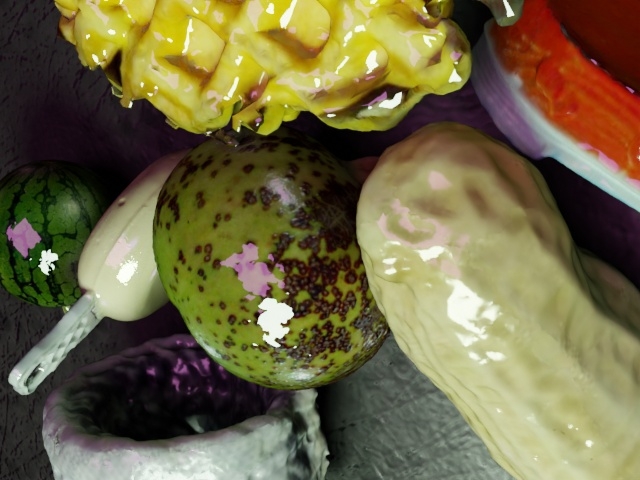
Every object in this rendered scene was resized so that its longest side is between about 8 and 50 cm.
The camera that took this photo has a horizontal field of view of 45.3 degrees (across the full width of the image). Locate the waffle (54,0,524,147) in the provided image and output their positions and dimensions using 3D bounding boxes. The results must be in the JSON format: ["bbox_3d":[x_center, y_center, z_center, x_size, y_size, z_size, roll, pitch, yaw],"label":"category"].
[{"bbox_3d":[-0.055,-0.245,0.460,0.380,0.095,0.382,1,111,32],"label":"waffle"}]

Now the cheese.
[{"bbox_3d":[-0.173,0.021,0.676,0.071,0.249,0.163,35,133,9],"label":"cheese"}]

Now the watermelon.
[{"bbox_3d":[-0.262,0.012,0.776,0.141,0.141,0.187,5,111,30],"label":"watermelon"}]

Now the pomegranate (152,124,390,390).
[{"bbox_3d":[0.000,0.000,0.605,0.248,0.214,0.214,-26,87,-5],"label":"pomegranate"}]

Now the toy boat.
[{"bbox_3d":[0.230,-0.046,0.476,0.332,0.145,0.133,39,146,18],"label":"toy boat"}]

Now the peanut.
[{"bbox_3d":[0.133,0.053,0.514,0.152,0.152,0.313,-27,116,33],"label":"peanut"}]

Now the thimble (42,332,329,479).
[{"bbox_3d":[-0.116,0.194,0.689,0.245,0.217,0.157,-1,110,23],"label":"thimble"}]
